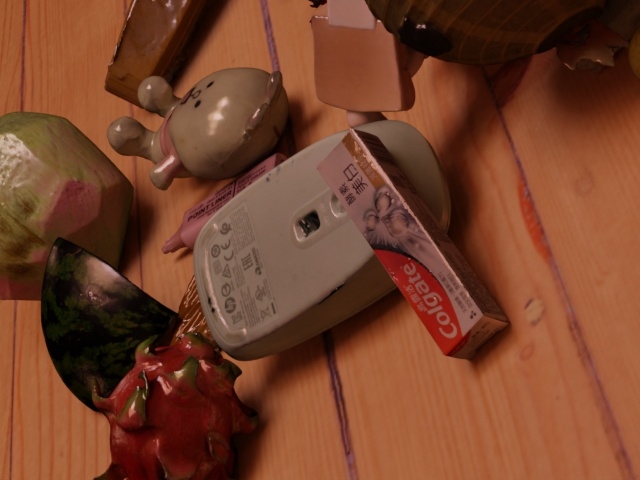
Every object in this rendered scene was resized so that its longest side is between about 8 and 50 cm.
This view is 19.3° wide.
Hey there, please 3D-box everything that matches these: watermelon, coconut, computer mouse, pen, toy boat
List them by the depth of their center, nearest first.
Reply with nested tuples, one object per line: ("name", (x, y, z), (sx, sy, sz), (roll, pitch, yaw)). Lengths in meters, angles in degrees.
("computer mouse", (0.005, 0.000, 1.731), (0.288, 0.097, 0.159), (-35, 63, 36))
("watermelon", (-0.239, 0.101, 2.008), (0.193, 0.137, 0.145), (32, 86, 36))
("pen", (-0.107, -0.032, 2.034), (0.197, 0.032, 0.053), (-34, 35, 34))
("coconut", (-0.324, -0.030, 2.205), (0.236, 0.236, 0.204), (-51, -7, 10))
("toy boat", (-0.182, -0.315, 2.383), (0.115, 0.089, 0.310), (126, 166, -87))

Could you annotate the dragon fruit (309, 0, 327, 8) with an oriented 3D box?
("dragon fruit", (0.045, -0.331, 2.012), (0.282, 0.147, 0.211), (-27, 49, 49))

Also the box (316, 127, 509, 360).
("box", (0.074, 0.001, 1.577), (0.055, 0.039, 0.218), (-46, 59, 23))

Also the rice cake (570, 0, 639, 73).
("rice cake", (0.289, -0.249, 1.607), (0.237, 0.043, 0.127), (-46, 30, 21))

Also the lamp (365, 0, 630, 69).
("lamp", (0.154, -0.246, 1.562), (0.250, 0.284, 0.250), (-35, -14, -10))

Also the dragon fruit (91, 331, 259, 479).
("dragon fruit", (-0.142, 0.198, 1.747), (0.137, 0.135, 0.235), (-2, 77, 51))

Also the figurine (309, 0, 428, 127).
("figurine", (0.097, -0.205, 1.759), (0.163, 0.141, 0.237), (5, 29, 37))

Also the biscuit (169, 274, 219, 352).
("biscuit", (-0.087, 0.043, 1.919), (0.176, 0.031, 0.228), (-10, 52, 57))

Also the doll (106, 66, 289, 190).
("doll", (-0.114, -0.126, 2.074), (0.275, 0.113, 0.155), (-1, 49, 50))

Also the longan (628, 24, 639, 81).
("longan", (0.280, -0.142, 1.492), (0.075, 0.075, 0.083), (18, 117, 62))
